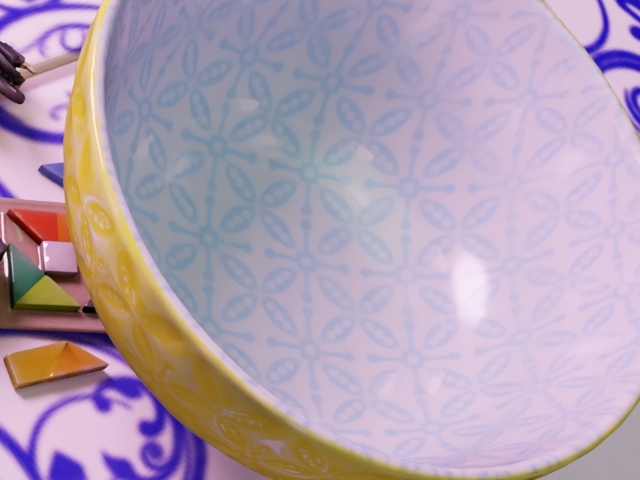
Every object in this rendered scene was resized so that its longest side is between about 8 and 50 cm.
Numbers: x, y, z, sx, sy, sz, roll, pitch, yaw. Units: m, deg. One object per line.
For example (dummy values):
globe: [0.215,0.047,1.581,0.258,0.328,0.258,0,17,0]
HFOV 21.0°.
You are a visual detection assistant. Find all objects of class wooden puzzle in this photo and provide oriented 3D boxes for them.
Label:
wooden puzzle: [-0.120,0.012,0.798,0.078,0.014,0.116,0,63,-33]

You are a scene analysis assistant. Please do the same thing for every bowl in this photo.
bowl: [0.000,0.000,0.787,0.289,0.156,0.289,15,56,-24]

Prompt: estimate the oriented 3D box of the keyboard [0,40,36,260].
keyboard: [-0.251,-0.103,0.766,0.317,0.033,0.201,49,48,4]
